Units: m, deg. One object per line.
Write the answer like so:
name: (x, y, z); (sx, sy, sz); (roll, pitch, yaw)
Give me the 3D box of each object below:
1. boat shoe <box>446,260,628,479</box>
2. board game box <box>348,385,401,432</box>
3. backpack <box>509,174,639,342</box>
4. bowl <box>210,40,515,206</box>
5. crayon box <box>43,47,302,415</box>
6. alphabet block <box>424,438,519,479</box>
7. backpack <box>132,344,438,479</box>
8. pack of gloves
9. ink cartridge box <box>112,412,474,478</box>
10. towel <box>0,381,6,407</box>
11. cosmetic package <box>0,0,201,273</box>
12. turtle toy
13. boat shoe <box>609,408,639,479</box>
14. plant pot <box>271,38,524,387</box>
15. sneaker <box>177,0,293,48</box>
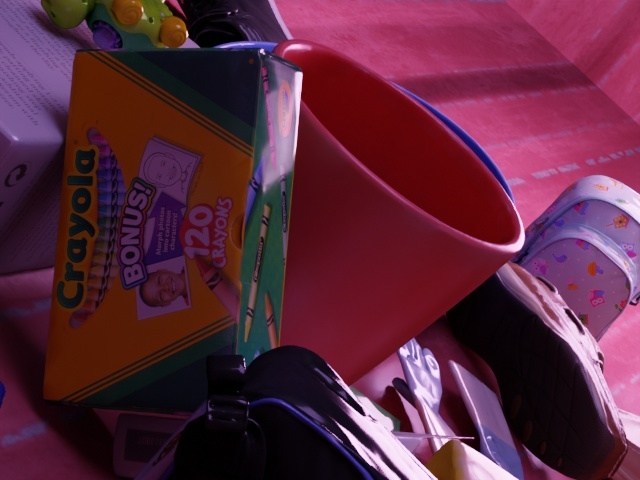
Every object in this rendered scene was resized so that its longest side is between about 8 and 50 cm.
boat shoe: (0.255, 0.127, 2.170); (0.119, 0.123, 0.324); (9, 35, -33)
board game box: (-0.037, 0.131, 1.817); (0.259, 0.030, 0.136); (36, 18, -9)
backpack: (0.330, 0.023, 2.451); (0.166, 0.188, 0.144); (40, 20, -2)
bowl: (0.022, -0.077, 2.171); (0.391, 0.077, 0.391); (20, 29, -12)
crayon box: (-0.113, -0.005, 1.540); (0.165, 0.279, 0.081); (2, -5, 25)
alphabet block: (0.123, 0.303, 1.495); (0.197, 0.193, 0.192); (34, 19, -15)
backpack: (-0.035, 0.224, 1.287); (0.276, 0.263, 0.213); (46, 13, -2)
pack of gloves: (0.134, 0.196, 1.986); (0.195, 0.046, 0.232); (40, 20, -35)
ink cartridge box: (-0.018, 0.171, 1.572); (0.189, 0.066, 0.232); (1, -9, 37)
towel: (-0.375, 0.060, 1.321); (0.308, 0.076, 0.227); (41, 27, 1)
cosmetic package: (-0.252, -0.109, 1.746); (0.230, 0.161, 0.453); (46, 21, 16)
turtle toy: (-0.179, -0.197, 1.728); (0.130, 0.066, 0.095); (25, 23, -35)
boat shoe: (0.420, 0.244, 2.259); (0.341, 0.110, 0.122); (24, 25, -36)
plant pot: (0.000, 0.000, 1.762); (0.275, 0.243, 0.275); (34, 22, -15)
sneaker: (-0.123, -0.268, 2.386); (0.147, 0.104, 0.296); (16, 35, -58)
